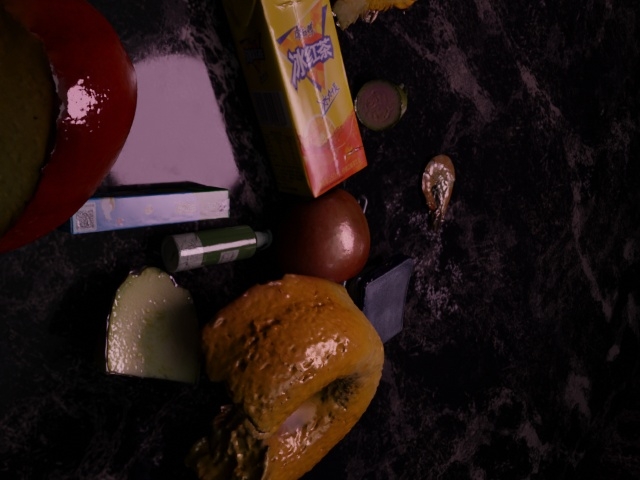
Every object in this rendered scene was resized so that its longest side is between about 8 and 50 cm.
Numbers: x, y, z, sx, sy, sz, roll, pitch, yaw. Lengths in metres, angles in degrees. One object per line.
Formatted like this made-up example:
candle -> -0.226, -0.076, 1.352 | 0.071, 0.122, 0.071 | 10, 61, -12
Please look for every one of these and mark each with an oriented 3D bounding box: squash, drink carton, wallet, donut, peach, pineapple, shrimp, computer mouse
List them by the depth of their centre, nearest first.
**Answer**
peach -> -0.375, -0.131, 0.754 | 0.338, 0.281, 0.281 | -53, 131, -21
squash -> -0.282, 0.137, 1.050 | 0.192, 0.085, 0.184 | 26, 53, -50
donut -> -0.039, 0.251, 1.129 | 0.377, 0.163, 0.435 | -28, 143, -32
drink carton -> -0.037, -0.266, 1.152 | 0.154, 0.111, 0.351 | -34, 121, -34
pineapple -> 0.084, -0.481, 1.219 | 0.164, 0.249, 0.140 | 98, 0, -51
squash -> 0.142, -0.279, 1.348 | 0.132, 0.105, 0.105 | -28, 120, -58
computer mouse -> 0.090, 0.088, 1.413 | 0.110, 0.032, 0.056 | -29, 127, -31
wallet -> 0.131, 0.141, 1.432 | 0.167, 0.036, 0.222 | -30, 134, -40
shrimp -> 0.269, -0.109, 1.532 | 0.099, 0.041, 0.180 | -4, 104, -42

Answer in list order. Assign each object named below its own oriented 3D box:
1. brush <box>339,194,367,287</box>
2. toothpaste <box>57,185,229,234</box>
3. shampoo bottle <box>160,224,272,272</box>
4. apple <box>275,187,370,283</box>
brush -> 0.057, 0.036, 1.360 | 0.027, 0.062, 0.266 | 27, 77, -59
toothpaste -> -0.266, -0.050, 1.014 | 0.266, 0.065, 0.050 | -9, 103, -42
shampoo bottle -> -0.168, 0.009, 1.127 | 0.204, 0.065, 0.065 | -11, 107, -42
apple -> 0.000, 0.000, 1.207 | 0.181, 0.181, 0.168 | -27, 109, -37
